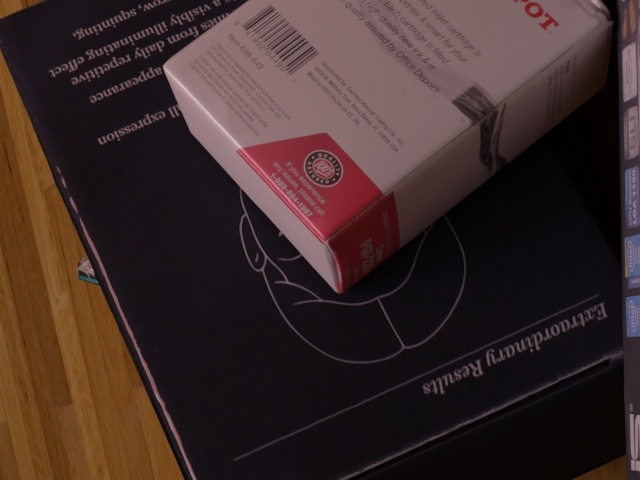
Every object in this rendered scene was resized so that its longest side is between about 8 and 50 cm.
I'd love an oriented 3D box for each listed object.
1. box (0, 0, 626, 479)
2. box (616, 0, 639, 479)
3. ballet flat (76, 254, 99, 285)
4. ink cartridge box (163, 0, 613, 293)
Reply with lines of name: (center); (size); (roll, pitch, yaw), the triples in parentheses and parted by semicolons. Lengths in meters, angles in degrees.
box: (0.000, 0.000, 1.198); (0.212, 0.293, 0.395); (81, 164, -63)
box: (0.241, 0.014, 0.881); (0.318, 0.097, 0.395); (159, 111, -81)
ballet flat: (-0.159, 0.030, 1.773); (0.241, 0.091, 0.077); (16, 87, 52)
ink cartridge box: (0.043, -0.100, 1.073); (0.158, 0.218, 0.092); (48, 170, 22)
